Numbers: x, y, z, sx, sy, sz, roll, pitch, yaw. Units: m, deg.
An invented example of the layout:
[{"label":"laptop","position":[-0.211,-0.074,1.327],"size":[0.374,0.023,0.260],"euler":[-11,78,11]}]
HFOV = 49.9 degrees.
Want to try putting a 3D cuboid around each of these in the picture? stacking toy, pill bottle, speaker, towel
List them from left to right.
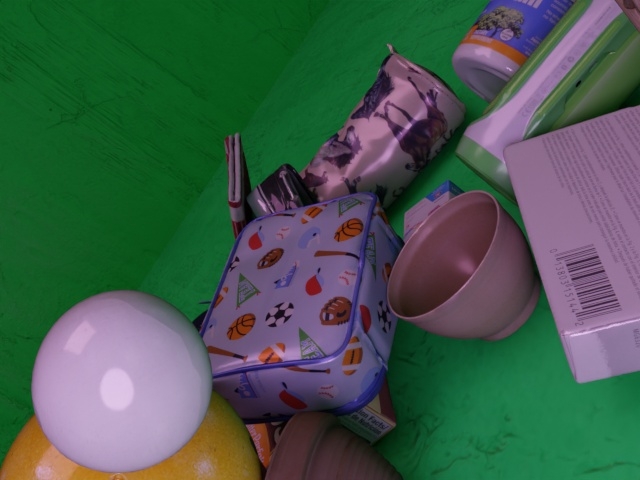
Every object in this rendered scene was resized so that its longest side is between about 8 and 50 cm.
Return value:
[{"label":"stacking toy","position":[-0.153,0.229,0.568],"size":[0.350,0.351,0.479],"euler":[-76,-3,-46]},{"label":"towel","position":[-0.128,0.007,1.209],"size":[0.037,0.328,0.237],"euler":[-9,37,-2]},{"label":"pill bottle","position":[0.314,-0.315,0.931],"size":[0.272,0.152,0.152],"euler":[-55,20,-1]},{"label":"speaker","position":[0.293,-0.183,0.800],"size":[0.296,0.131,0.131],"euler":[-50,20,10]}]

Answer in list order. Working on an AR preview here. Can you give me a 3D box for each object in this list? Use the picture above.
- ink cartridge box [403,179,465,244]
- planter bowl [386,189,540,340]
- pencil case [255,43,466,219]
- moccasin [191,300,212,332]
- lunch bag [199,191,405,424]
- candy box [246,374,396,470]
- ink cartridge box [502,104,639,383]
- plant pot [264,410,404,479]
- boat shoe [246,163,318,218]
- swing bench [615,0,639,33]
[{"label":"ink cartridge box","position":[0.159,-0.010,0.930],"size":[0.088,0.052,0.122],"euler":[-40,25,34]},{"label":"planter bowl","position":[0.166,0.041,0.745],"size":[0.162,0.109,0.162],"euler":[-45,22,24]},{"label":"pencil case","position":[0.057,-0.123,1.174],"size":[0.410,0.160,0.183],"euler":[-48,47,16]},{"label":"moccasin","position":[-0.087,0.108,1.016],"size":[0.117,0.137,0.342],"euler":[-42,-3,28]},{"label":"lunch bag","position":[-0.028,0.074,0.839],"size":[0.243,0.115,0.303],"euler":[-15,36,27]},{"label":"candy box","position":[-0.046,0.254,0.909],"size":[0.316,0.088,0.183],"euler":[-47,22,20]},{"label":"ink cartridge box","position":[0.314,-0.032,0.601],"size":[0.261,0.066,0.296],"euler":[-18,33,17]},{"label":"plant pot","position":[0.027,0.276,0.609],"size":[0.110,0.237,0.237],"euler":[0,43,14]},{"label":"boat shoe","position":[0.002,0.001,1.040],"size":[0.105,0.113,0.306],"euler":[-44,52,11]},{"label":"swing bench","position":[0.364,-0.176,0.456],"size":[0.253,0.254,0.165],"euler":[-34,-14,26]}]
